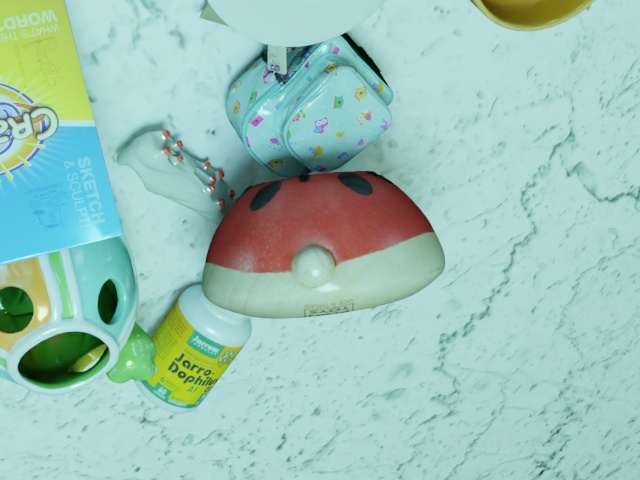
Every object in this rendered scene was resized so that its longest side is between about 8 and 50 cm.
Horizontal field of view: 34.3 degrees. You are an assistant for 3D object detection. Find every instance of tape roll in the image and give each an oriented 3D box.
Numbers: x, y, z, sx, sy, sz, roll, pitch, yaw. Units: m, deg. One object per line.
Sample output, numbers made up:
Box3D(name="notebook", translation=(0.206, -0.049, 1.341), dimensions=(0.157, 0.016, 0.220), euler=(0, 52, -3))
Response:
Box3D(name="tape roll", translation=(-0.039, -0.352, 1.102), dimensions=(0.246, 0.169, 0.246), euler=(-13, 132, -16))

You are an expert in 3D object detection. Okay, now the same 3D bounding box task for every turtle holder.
Box3D(name="turtle holder", translation=(-0.338, 0.080, 1.269), dimensions=(0.243, 0.227, 0.320), euler=(-20, 144, -18))

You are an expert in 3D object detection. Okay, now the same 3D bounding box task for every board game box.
Box3D(name="board game box", translation=(-0.362, -0.129, 1.082), dimensions=(0.242, 0.064, 0.316), euler=(-15, 96, -15))

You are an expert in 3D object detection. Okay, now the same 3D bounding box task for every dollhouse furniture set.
Box3D(name="dollhouse furniture set", translation=(-0.077, -0.242, 1.231), dimensions=(0.091, 0.114, 0.081), euler=(-39, 141, -45))

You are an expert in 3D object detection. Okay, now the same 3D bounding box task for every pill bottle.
Box3D(name="pill bottle", translation=(-0.172, 0.138, 1.489), dimensions=(0.118, 0.117, 0.208), euler=(20, 116, -37))

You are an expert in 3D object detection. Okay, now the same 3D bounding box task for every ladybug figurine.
Box3D(name="ladybug figurine", translation=(0.000, 0.000, 1.303), dimensions=(0.305, 0.449, 0.161), euler=(-7, 92, -1))

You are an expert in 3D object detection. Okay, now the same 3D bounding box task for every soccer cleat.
Box3D(name="soccer cleat", translation=(-0.181, -0.077, 1.346), dimensions=(0.076, 0.068, 0.196), euler=(-21, 142, 23))

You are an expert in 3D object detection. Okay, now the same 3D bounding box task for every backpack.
Box3D(name="backpack", translation=(-0.017, -0.166, 1.294), dimensions=(0.188, 0.144, 0.166), euler=(-36, 140, 14))

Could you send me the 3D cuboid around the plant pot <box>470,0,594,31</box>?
Box3D(name="plant pot", translation=(0.216, -0.369, 1.169), dimensions=(0.205, 0.188, 0.205), euler=(-13, 131, -16))
